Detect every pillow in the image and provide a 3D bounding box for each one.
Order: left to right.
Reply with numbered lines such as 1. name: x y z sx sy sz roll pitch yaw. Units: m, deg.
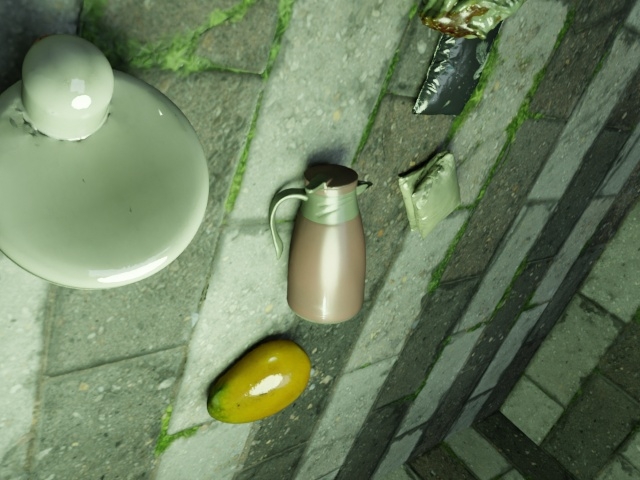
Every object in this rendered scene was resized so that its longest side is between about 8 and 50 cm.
1. pillow: 0.235 -0.092 1.159 0.134 0.078 0.181 -41 145 -11
2. pillow: 0.247 -0.320 0.983 0.141 0.055 0.209 -5 126 -32

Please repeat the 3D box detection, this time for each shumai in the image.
1. shumai: 0.227 -0.379 0.843 0.184 0.184 0.142 -12 154 -40

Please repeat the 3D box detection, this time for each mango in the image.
1. mango: -0.120 0.289 1.109 0.221 0.120 0.152 -36 140 -6

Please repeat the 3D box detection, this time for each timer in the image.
1. timer: -0.228 -0.068 0.562 0.233 0.240 0.234 3 83 -27

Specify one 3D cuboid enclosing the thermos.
1. thermos: 0.000 0.000 0.962 0.176 0.146 0.265 -6 123 -11
